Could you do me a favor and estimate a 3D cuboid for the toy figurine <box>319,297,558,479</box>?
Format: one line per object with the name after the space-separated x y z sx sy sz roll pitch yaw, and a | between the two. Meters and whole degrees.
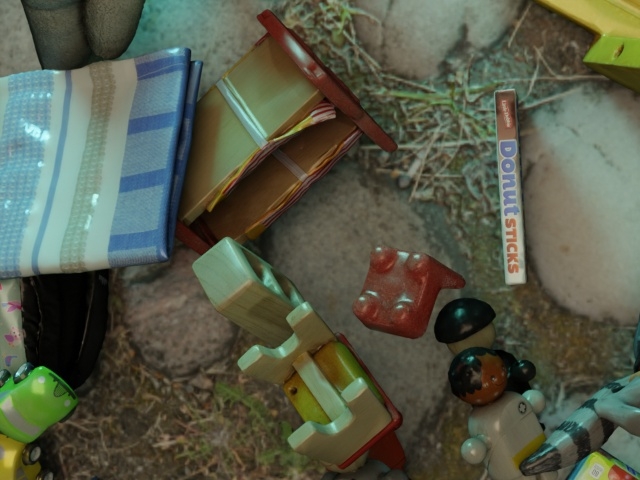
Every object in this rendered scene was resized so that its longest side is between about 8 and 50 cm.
0.093 0.160 1.182 0.213 0.209 0.148 -25 98 8 | toy figurine

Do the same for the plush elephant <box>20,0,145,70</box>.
-0.176 -0.322 1.220 0.255 0.330 0.272 -23 82 -12 | plush elephant

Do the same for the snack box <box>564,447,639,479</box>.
0.288 0.315 1.219 0.207 0.070 0.174 34 94 9 | snack box

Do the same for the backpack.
-0.283 0.066 1.294 0.115 0.152 0.182 0 92 28 | backpack

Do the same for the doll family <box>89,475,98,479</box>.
-0.266 0.363 1.284 0.263 0.118 0.163 -36 87 7 | doll family

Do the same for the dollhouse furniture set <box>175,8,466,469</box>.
0.000 0.000 1.153 0.201 0.152 0.374 -42 55 8 | dollhouse furniture set

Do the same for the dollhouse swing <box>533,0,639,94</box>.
0.309 -0.319 1.127 0.305 0.315 0.347 29 95 -11 | dollhouse swing

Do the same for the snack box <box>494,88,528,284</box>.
0.178 -0.048 1.245 0.022 0.064 0.178 -3 89 11 | snack box

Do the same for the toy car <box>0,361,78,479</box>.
-0.305 0.162 1.230 0.225 0.053 0.239 -20 120 46 | toy car

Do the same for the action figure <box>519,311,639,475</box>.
0.297 0.064 1.118 0.179 0.330 0.341 1 129 36 | action figure

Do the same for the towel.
-0.244 -0.067 1.199 0.285 0.034 0.209 -4 66 25 | towel
